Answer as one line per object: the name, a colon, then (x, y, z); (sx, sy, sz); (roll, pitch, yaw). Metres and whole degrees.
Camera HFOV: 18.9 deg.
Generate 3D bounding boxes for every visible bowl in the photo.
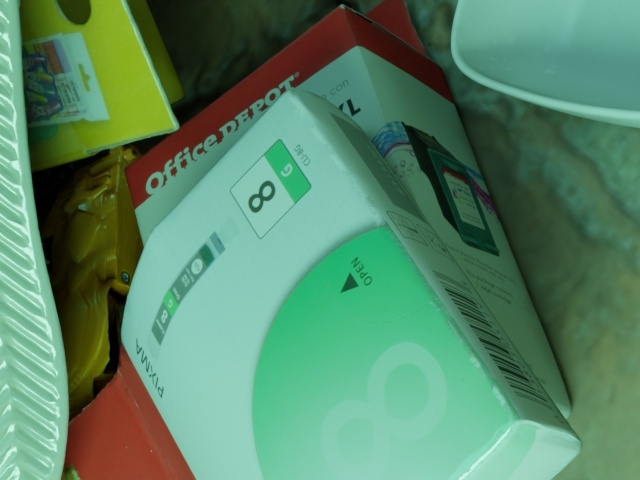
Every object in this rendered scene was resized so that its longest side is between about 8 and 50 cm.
bowl: (0.132, -0.111, 0.765); (0.142, 0.053, 0.142); (18, 85, 42)

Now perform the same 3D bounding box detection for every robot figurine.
robot figurine: (-0.119, 0.111, 0.865); (0.211, 0.085, 0.291); (-21, 60, 33)

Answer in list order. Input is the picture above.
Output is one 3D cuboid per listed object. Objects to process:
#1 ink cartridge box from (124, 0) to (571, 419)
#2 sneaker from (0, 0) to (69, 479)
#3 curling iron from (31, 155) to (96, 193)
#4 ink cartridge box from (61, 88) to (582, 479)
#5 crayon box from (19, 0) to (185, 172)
ink cartridge box: (0.000, 0.000, 0.813); (0.134, 0.078, 0.231); (-35, 54, 24)
sneaker: (-0.182, 0.005, 0.798); (0.148, 0.131, 0.350); (-158, 71, -66)
curling iron: (-0.212, -0.002, 1.020); (0.274, 0.035, 0.068); (-38, 53, 22)
ink cartridge box: (-0.034, 0.081, 0.721); (0.225, 0.056, 0.181); (-44, 51, 14)
crayon box: (-0.202, -0.122, 0.907); (0.323, 0.083, 0.203); (-12, 106, 37)
